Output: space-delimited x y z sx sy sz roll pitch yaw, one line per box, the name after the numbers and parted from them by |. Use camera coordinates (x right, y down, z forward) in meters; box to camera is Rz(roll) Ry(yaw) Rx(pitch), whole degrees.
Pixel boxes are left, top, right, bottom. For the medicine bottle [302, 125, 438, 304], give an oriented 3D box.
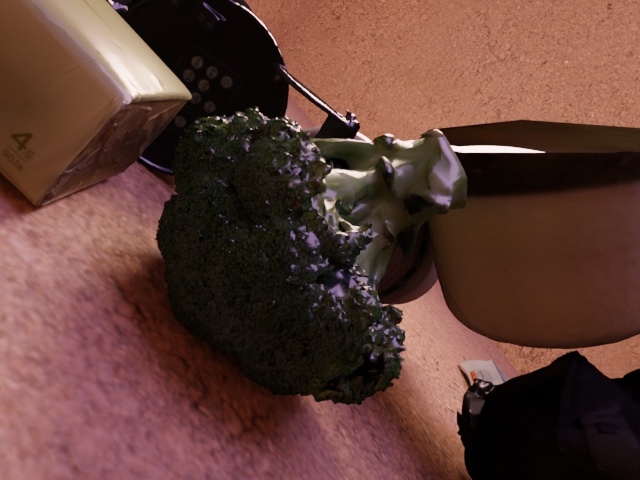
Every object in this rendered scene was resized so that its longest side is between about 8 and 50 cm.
0.061 -0.010 0.803 0.208 0.208 0.340 55 14 27 | medicine bottle

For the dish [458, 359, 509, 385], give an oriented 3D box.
0.398 0.349 1.206 0.151 0.077 0.212 48 12 -7 | dish

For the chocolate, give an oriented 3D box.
0.275 0.000 0.694 0.326 0.296 0.314 6 15 13 | chocolate

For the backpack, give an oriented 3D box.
0.356 0.255 0.626 0.445 0.364 0.254 57 32 -75 | backpack

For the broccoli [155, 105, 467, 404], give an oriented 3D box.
0.000 0.000 0.465 0.270 0.270 0.270 58 -11 18 | broccoli

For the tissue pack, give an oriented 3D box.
-0.234 -0.158 0.412 0.234 0.125 0.159 46 12 -9 | tissue pack

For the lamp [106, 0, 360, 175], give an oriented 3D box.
-0.149 -0.209 0.671 0.374 0.205 0.272 35 19 -11 | lamp
